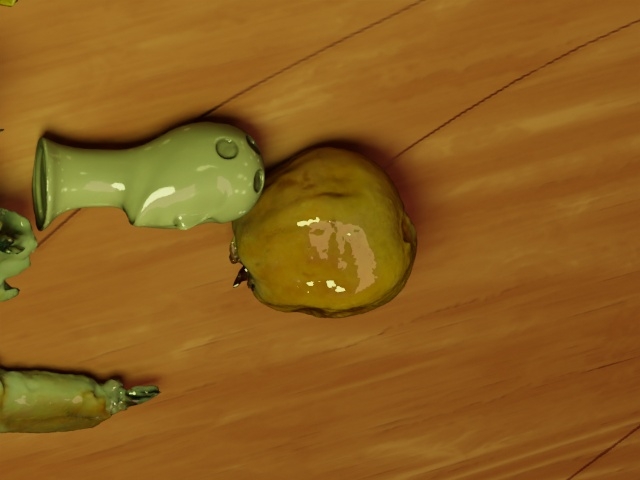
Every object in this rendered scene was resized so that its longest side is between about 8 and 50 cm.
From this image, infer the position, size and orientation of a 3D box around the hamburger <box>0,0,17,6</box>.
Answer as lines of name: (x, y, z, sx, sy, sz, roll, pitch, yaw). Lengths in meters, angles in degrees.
hamburger: (-0.254, -0.202, 1.112, 0.261, 0.139, 0.243, -7, 131, -15)

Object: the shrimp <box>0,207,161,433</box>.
shrimp: (-0.248, 0.078, 1.409, 0.185, 0.068, 0.287, -20, 138, 9)

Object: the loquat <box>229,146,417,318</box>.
loquat: (0.000, 0.000, 1.419, 0.137, 0.113, 0.137, -6, 142, -4)

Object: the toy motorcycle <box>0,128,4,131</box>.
toy motorcycle: (-0.317, -0.019, 1.209, 0.275, 0.124, 0.187, -49, 146, -11)

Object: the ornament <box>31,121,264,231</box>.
ornament: (-0.115, -0.040, 1.358, 0.156, 0.081, 0.075, -2, 146, -16)
